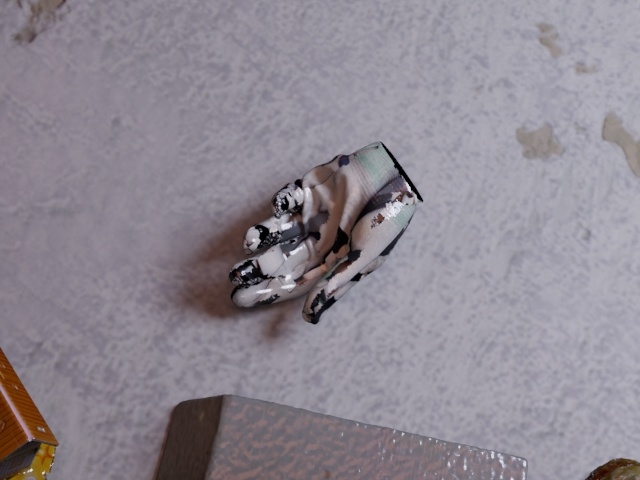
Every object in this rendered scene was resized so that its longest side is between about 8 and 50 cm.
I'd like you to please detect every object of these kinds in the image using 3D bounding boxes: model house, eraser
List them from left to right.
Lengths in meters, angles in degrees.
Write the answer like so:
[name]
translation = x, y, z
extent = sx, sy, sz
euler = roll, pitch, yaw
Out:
[model house]
translation = -0.333, 0.178, 1.687
extent = 0.207, 0.136, 0.219
euler = -22, 69, -33
[eraser]
translation = 0.018, 0.236, 1.756
extent = 0.352, 0.077, 0.111
euler = 12, 67, 1

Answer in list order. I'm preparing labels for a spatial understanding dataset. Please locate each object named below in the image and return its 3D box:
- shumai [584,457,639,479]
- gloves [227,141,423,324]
[shumai]
translation = 0.309, 0.274, 1.761
extent = 0.123, 0.105, 0.139
euler = -22, 48, -8
[gloves]
translation = -0.001, -0.003, 1.827
extent = 0.212, 0.111, 0.127
euler = -36, 97, 8
